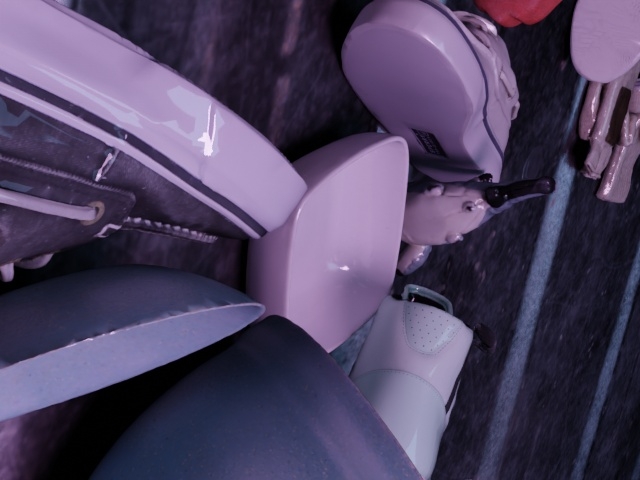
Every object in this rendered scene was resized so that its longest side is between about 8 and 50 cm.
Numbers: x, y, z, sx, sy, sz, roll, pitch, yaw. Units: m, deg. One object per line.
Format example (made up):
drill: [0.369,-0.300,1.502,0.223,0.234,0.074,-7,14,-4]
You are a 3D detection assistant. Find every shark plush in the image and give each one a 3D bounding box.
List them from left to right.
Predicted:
shark plush: [0.095,-0.036,0.860,0.067,0.161,0.073,-35,94,-38]

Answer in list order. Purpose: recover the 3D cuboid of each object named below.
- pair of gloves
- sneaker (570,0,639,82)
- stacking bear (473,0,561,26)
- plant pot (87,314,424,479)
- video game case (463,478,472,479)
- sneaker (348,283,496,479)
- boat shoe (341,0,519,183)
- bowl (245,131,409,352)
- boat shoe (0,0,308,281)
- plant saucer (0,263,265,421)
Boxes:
pair of gloves: [0.342,-0.147,1.320,0.240,0.042,0.204,21,90,-63]
sneaker: [0.296,-0.247,1.141,0.094,0.080,0.212,1,107,-73]
stacking bear: [0.081,-0.232,0.680,0.289,0.175,0.164,0,83,-50]
plant pot: [-0.044,0.215,0.676,0.196,0.293,0.293,-27,138,-15]
video game case: [0.019,0.279,0.933,0.193,0.023,0.212,-47,-176,-35]
sneaker: [0.061,0.116,0.886,0.256,0.094,0.151,108,4,-78]
boat shoe: [0.091,-0.115,0.841,0.088,0.096,0.267,-68,154,-11]
bowl: [0.000,0.000,0.801,0.142,0.053,0.142,-32,136,-48]
boat shoe: [-0.135,-0.045,0.487,0.335,0.121,0.119,26,95,-52]
plant saucer: [-0.121,0.046,0.536,0.195,0.195,0.037,-5,74,-60]
